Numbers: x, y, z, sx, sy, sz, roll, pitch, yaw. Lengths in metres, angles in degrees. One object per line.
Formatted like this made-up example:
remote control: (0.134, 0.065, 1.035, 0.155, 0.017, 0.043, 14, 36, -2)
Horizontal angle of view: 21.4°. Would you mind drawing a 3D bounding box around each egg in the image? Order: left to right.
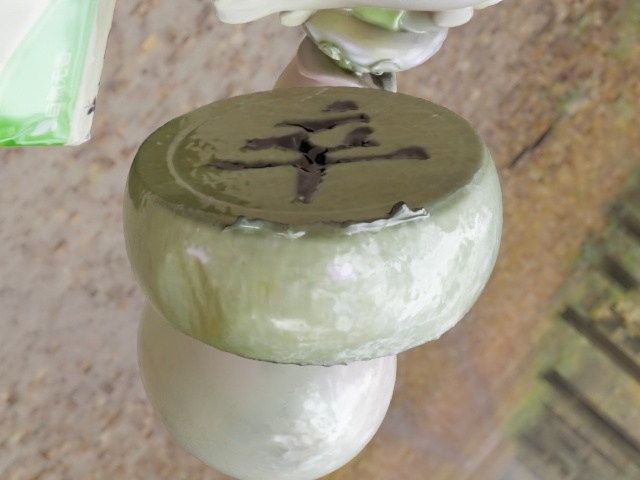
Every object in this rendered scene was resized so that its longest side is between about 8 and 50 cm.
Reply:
egg: (-0.054, 0.130, 1.882, 0.283, 0.283, 0.345, -49, -148, 3)

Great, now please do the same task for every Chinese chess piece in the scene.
Chinese chess piece: (-0.004, -0.015, 0.842, 0.188, 0.188, 0.083, -38, 134, -47)

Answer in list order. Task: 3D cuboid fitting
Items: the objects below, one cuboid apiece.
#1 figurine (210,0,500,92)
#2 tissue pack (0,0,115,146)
figurine: (0.021, -0.195, 1.452, 0.275, 0.226, 0.394, -11, 144, -28)
tissue pack: (-0.277, -0.261, 1.051, 0.332, 0.205, 0.405, -4, 124, -30)
